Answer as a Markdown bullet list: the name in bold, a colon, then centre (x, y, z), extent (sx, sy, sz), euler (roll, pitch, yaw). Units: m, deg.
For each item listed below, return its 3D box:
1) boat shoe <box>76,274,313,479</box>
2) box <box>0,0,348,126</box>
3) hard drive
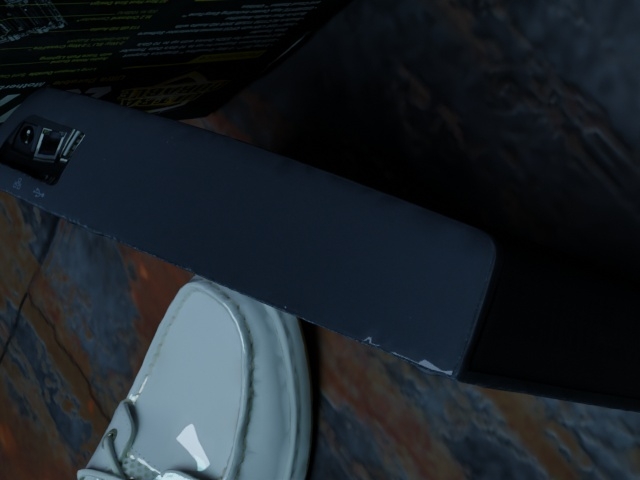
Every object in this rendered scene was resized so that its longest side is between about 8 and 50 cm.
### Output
- **boat shoe**: centre (-0.081, 0.138, 0.694), extent (0.098, 0.096, 0.277), euler (34, 120, 38)
- **box**: centre (-0.104, -0.119, 0.508), extent (0.257, 0.322, 0.079), euler (-30, 77, 45)
- **hard drive**: centre (0.000, 0.000, 0.539), extent (0.254, 0.172, 0.054), euler (20, 93, 40)
